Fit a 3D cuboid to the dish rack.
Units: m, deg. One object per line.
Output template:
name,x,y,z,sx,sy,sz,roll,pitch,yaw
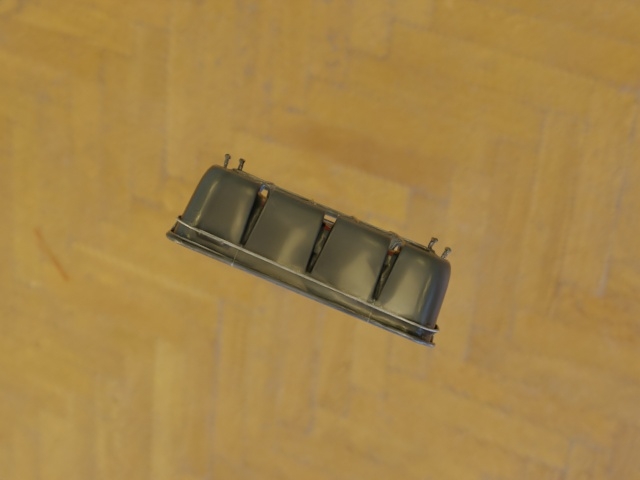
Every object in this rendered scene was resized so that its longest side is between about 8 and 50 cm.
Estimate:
dish rack,0.000,0.000,1.259,0.208,0.271,0.074,24,93,-1
